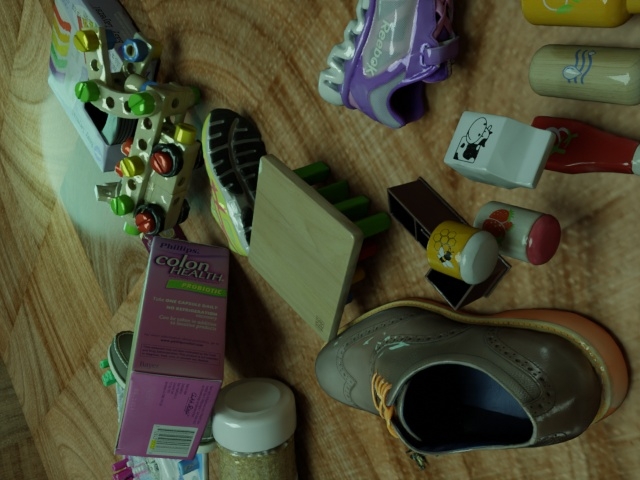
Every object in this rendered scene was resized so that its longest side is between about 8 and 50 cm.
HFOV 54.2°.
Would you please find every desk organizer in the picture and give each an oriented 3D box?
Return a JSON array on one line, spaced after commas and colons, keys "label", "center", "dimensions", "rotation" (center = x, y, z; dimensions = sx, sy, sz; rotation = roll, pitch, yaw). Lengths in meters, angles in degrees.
[{"label": "desk organizer", "center": [0.112, 0.001, 0.602], "dimensions": [0.130, 0.050, 0.047], "rotation": [50, 136, 26]}]

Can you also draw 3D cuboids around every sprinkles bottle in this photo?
[{"label": "sprinkles bottle", "center": [-0.089, 0.387, 0.938], "dimensions": [0.121, 0.121, 0.355], "rotation": [18, 118, 46]}]

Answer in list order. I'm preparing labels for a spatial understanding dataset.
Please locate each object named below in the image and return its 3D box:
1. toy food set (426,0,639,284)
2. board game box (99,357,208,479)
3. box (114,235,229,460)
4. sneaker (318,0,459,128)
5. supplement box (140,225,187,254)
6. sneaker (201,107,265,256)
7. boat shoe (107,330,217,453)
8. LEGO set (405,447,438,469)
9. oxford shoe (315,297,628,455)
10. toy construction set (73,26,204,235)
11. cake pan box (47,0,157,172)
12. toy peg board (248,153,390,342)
[{"label": "toy food set", "center": [0.172, -0.067, 0.442], "dimensions": [0.105, 0.111, 0.232], "rotation": [21, 88, 45]}, {"label": "board game box", "center": [-0.371, 0.494, 1.378], "dimensions": [0.390, 0.050, 0.389], "rotation": [28, 124, 42]}, {"label": "box", "center": [-0.215, 0.158, 0.919], "dimensions": [0.242, 0.118, 0.213], "rotation": [-97, 23, -46]}, {"label": "sneaker", "center": [0.083, -0.193, 0.540], "dimensions": [0.104, 0.095, 0.236], "rotation": [45, 140, 21]}, {"label": "supplement box", "center": [-0.258, 0.008, 1.050], "dimensions": [0.083, 0.055, 0.043], "rotation": [56, 139, 19]}, {"label": "sneaker", "center": [-0.120, -0.070, 0.833], "dimensions": [0.094, 0.082, 0.208], "rotation": [-5, 100, 53]}, {"label": "boat shoe", "center": [-0.279, 0.249, 1.132], "dimensions": [0.305, 0.109, 0.091], "rotation": [36, 129, 30]}, {"label": "LEGO set", "center": [0.117, 0.224, 0.711], "dimensions": [0.054, 0.024, 0.083], "rotation": [54, 152, 25]}, {"label": "oxford shoe", "center": [0.091, 0.132, 0.611], "dimensions": [0.364, 0.133, 0.129], "rotation": [-17, 91, 52]}, {"label": "toy construction set", "center": [-0.277, -0.133, 0.936], "dimensions": [0.215, 0.151, 0.327], "rotation": [33, 135, 15]}, {"label": "cake pan box", "center": [-0.381, -0.286, 1.077], "dimensions": [0.266, 0.070, 0.245], "rotation": [54, 140, 21]}, {"label": "toy peg board", "center": [0.000, 0.000, 0.721], "dimensions": [0.161, 0.079, 0.160], "rotation": [43, 138, 33]}]
